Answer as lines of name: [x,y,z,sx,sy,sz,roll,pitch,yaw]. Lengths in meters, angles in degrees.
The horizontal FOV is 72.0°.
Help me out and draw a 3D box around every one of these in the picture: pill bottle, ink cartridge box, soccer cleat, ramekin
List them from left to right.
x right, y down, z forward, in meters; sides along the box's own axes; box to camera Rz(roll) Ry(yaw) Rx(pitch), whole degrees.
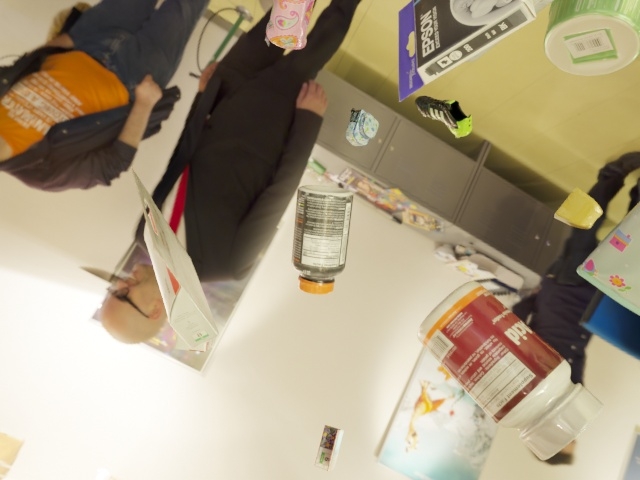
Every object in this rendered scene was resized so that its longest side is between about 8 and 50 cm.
ink cartridge box: [-0.231,0.031,0.645,0.181,0.056,0.224,57,170,37]
ink cartridge box: [-0.404,0.320,1.441,0.100,0.056,0.135,7,178,1]
pill bottle: [0.000,0.000,1.032,0.131,0.245,0.130,6,-166,-2]
ink cartridge box: [0.013,0.329,0.701,0.029,0.062,0.115,12,157,13]
soccer cleat: [0.304,-0.322,1.082,0.179,0.060,0.072,47,161,32]
ink cartridge box: [0.183,-0.333,0.629,0.045,0.206,0.208,24,148,-36]
pill bottle: [0.450,0.307,1.083,0.392,0.224,0.224,47,178,28]
ramekin: [0.856,-0.656,1.369,0.304,0.148,0.303,23,168,5]

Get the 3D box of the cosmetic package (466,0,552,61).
cosmetic package: [0.474,-0.787,1.325,0.284,0.098,0.376,-28,84,50]

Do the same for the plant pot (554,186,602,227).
plant pot: [0.646,-0.072,1.096,0.083,0.081,0.081,39,-167,24]

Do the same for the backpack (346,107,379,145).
backpack: [0.148,-0.399,1.578,0.084,0.114,0.105,15,172,44]

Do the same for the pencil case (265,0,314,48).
pencil case: [-0.064,-0.631,1.114,0.124,0.124,0.284,27,143,0]

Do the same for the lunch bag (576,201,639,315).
lunch bag: [0.576,0.036,0.643,0.262,0.160,0.223,43,142,25]
